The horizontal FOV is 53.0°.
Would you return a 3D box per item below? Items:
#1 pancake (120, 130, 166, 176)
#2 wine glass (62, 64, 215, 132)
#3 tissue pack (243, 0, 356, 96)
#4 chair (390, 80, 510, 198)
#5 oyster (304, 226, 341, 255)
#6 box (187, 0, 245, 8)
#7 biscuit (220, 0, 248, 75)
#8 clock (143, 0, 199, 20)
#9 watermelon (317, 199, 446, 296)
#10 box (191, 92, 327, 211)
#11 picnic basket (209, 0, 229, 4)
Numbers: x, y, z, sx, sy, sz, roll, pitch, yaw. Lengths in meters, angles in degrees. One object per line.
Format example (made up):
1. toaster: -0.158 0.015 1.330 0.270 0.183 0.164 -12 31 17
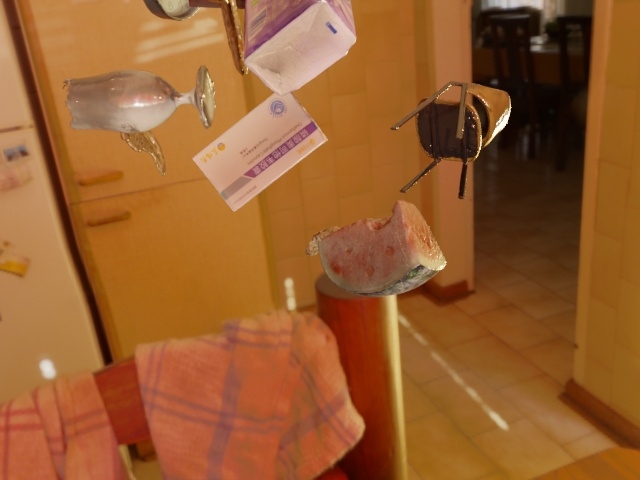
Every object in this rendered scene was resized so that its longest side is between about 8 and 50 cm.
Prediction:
1. pancake: -0.501 -0.267 1.814 0.020 0.184 0.190 -20 1 17
2. wine glass: -0.278 -0.214 0.994 0.222 0.103 0.103 -3 22 6
3. tissue pack: -0.052 -0.539 1.516 0.242 0.160 0.338 -28 44 26
4. chair: 0.275 -0.221 1.326 0.172 0.158 0.247 10 45 27
5. oyster: 0.001 0.000 1.706 0.100 0.037 0.098 -45 18 -18
6. box: -0.235 -0.774 1.905 0.325 0.180 0.047 0 54 -6
7. biscuit: -0.232 -0.562 1.711 0.029 0.247 0.118 -18 32 -13
8. clock: -0.479 -0.897 2.134 0.067 0.325 0.325 19 30 20
9. watermelon: 0.144 0.020 1.445 0.148 0.226 0.318 15 -2 -42
10. box: -0.173 -0.263 1.847 0.343 0.200 0.065 -37 1 7
11. picnic basket: -0.177 -0.454 1.100 0.072 0.083 0.072 16 8 -2
